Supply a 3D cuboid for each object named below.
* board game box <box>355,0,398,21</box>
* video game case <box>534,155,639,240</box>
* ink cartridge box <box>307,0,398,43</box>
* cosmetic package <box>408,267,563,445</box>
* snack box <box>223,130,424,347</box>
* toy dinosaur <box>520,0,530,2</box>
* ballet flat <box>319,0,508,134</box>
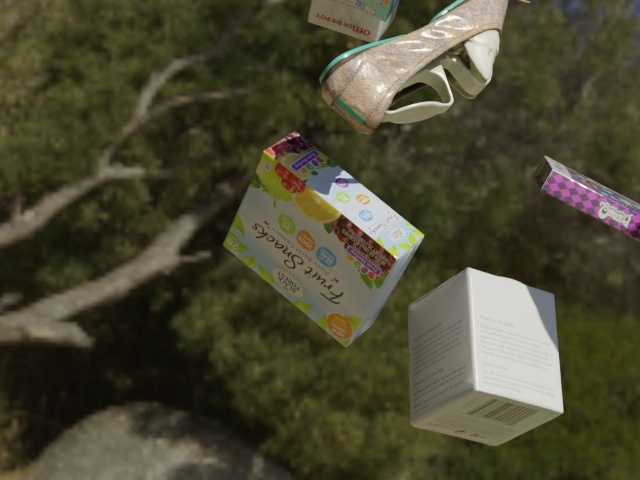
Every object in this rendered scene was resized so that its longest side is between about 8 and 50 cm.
[{"bbox_3d":[0.119,-0.382,1.772,0.047,0.210,0.160,31,-11,3],"label":"board game box"},{"bbox_3d":[0.440,-0.052,2.253,0.232,0.041,0.210,27,11,1],"label":"video game case"},{"bbox_3d":[0.070,-0.445,2.480,0.128,0.176,0.127,21,33,9],"label":"ink cartridge box"},{"bbox_3d":[0.222,0.161,2.017,0.151,0.183,0.151,18,-33,-27],"label":"cosmetic package"},{"bbox_3d":[0.000,0.000,1.779,0.070,0.207,0.174,-37,-18,-43],"label":"snack box"},{"bbox_3d":[0.321,-0.454,2.487,0.112,0.064,0.211,24,-23,1],"label":"toy dinosaur"},{"bbox_3d":[0.135,-0.203,1.736,0.316,0.106,0.107,-30,-16,-32],"label":"ballet flat"}]
